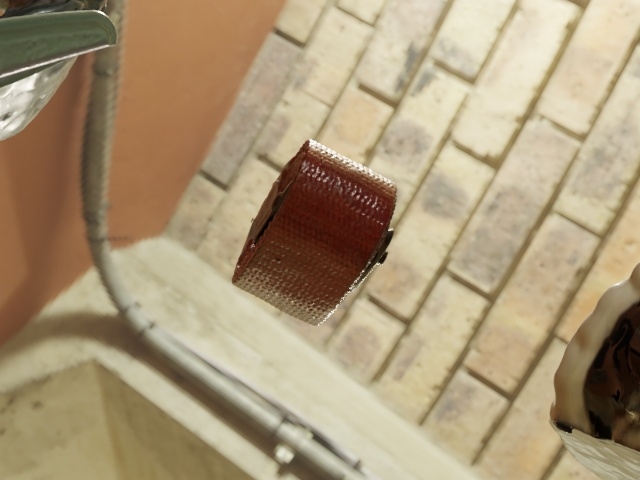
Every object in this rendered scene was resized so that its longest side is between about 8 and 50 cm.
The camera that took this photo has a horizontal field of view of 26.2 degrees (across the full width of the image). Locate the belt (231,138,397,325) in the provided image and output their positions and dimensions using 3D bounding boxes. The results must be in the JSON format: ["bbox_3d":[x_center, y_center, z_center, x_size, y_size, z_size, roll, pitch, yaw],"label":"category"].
[{"bbox_3d":[0.000,0.000,1.323,0.201,0.124,0.128,-53,13,54],"label":"belt"}]

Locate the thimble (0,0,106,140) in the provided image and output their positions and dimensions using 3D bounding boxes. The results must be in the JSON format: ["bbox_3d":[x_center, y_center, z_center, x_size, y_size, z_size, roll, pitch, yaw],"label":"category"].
[{"bbox_3d":[-0.278,-0.188,1.020,0.236,0.205,0.172,-16,-15,-33],"label":"thimble"}]

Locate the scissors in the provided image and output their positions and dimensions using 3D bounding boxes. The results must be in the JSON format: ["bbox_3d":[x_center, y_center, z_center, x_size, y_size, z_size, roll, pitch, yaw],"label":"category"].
[{"bbox_3d":[-0.201,-0.079,0.678,0.256,0.030,0.125,-25,-56,-45],"label":"scissors"}]

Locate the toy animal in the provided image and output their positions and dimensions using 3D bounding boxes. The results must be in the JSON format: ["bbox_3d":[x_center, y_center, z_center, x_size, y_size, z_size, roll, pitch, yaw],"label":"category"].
[{"bbox_3d":[0.268,0.104,0.858,0.156,0.208,0.204,-58,-39,-12],"label":"toy animal"}]
